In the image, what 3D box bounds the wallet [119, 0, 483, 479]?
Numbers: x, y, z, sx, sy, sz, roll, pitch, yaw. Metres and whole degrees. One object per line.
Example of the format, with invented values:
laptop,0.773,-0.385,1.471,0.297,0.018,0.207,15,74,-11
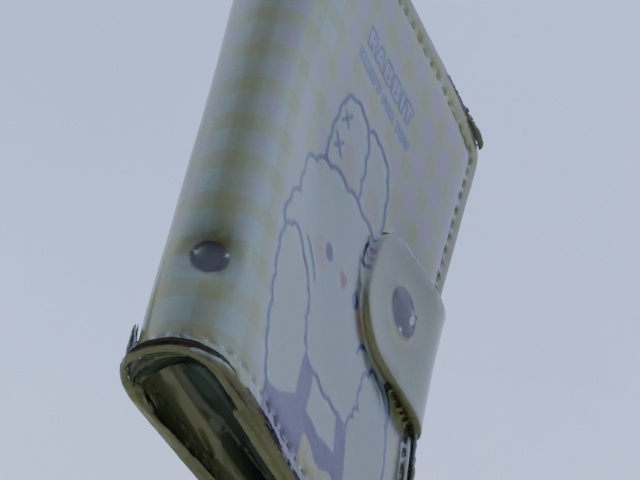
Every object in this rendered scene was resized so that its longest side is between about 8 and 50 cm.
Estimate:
wallet,0.000,0.000,0.874,0.077,0.309,0.223,-7,-45,20
